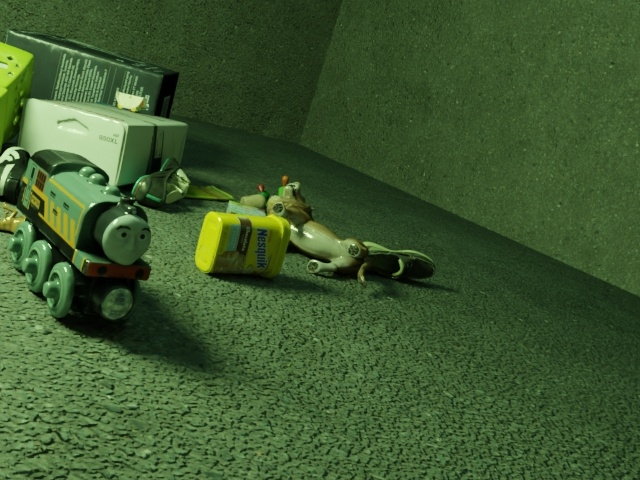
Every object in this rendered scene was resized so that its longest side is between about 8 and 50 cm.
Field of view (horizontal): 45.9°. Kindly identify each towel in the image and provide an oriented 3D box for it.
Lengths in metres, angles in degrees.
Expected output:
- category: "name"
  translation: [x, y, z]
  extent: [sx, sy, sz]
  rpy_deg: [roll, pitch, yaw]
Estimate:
- category: "towel"
  translation: [-0.357, -0.140, 2.138]
  extent: [0.102, 0.021, 0.237]
  rpy_deg: [24, 13, 33]

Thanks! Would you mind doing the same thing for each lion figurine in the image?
- category: "lion figurine"
  translation: [0.000, 0.000, 1.818]
  extent: [0.392, 0.142, 0.240]
  rpy_deg: [39, 12, 23]

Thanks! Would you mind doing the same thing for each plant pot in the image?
- category: "plant pot"
  translation: [-0.838, -0.342, 1.811]
  extent: [0.228, 0.227, 0.207]
  rpy_deg: [16, 37, -14]

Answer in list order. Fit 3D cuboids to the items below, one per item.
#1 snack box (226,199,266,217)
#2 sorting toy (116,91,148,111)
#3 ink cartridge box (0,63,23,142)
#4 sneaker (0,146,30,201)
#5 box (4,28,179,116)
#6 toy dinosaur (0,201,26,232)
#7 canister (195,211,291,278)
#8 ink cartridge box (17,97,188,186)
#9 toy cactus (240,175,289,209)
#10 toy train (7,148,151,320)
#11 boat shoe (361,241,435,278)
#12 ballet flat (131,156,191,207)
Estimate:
- category: "snack box"
  translation: [-0.194, -0.063, 1.983]
  extent: [0.100, 0.037, 0.141]
  rpy_deg: [15, 12, -11]
- category: "sorting toy"
  translation: [-0.520, -0.380, 2.113]
  extent: [0.083, 0.045, 0.075]
  rpy_deg: [15, 3, 14]
- category: "ink cartridge box"
  translation: [-0.875, -0.378, 2.015]
  extent: [0.153, 0.209, 0.087]
  rpy_deg: [21, 9, 12]
- category: "sneaker"
  translation: [-0.618, -0.127, 1.575]
  extent: [0.121, 0.079, 0.217]
  rpy_deg: [20, 19, -6]
- category: "box"
  translation: [-0.745, -0.477, 2.478]
  extent: [0.471, 0.298, 0.480]
  rpy_deg: [14, 12, -8]
- category: "toy dinosaur"
  translation: [-0.498, -0.025, 1.337]
  extent: [0.211, 0.064, 0.112]
  rpy_deg: [7, 31, -5]
- category: "canister"
  translation: [-0.154, 0.008, 1.496]
  extent: [0.169, 0.126, 0.073]
  rpy_deg: [4, 18, -42]
- category: "ink cartridge box"
  translation: [-0.568, -0.266, 2.017]
  extent: [0.285, 0.166, 0.395]
  rpy_deg: [15, 11, 10]
- category: "toy cactus"
  translation: [-0.142, -0.116, 2.198]
  extent: [0.180, 0.112, 0.219]
  rpy_deg: [-2, 29, -33]
- category: "toy train"
  translation: [-0.355, -0.011, 1.114]
  extent: [0.142, 0.190, 0.334]
  rpy_deg: [7, 15, -40]
- category: "boat shoe"
  translation: [0.190, 0.064, 1.890]
  extent: [0.223, 0.080, 0.073]
  rpy_deg: [15, 23, -18]
- category: "ballet flat"
  translation: [-0.393, -0.137, 1.931]
  extent: [0.096, 0.095, 0.280]
  rpy_deg: [27, 22, -3]
